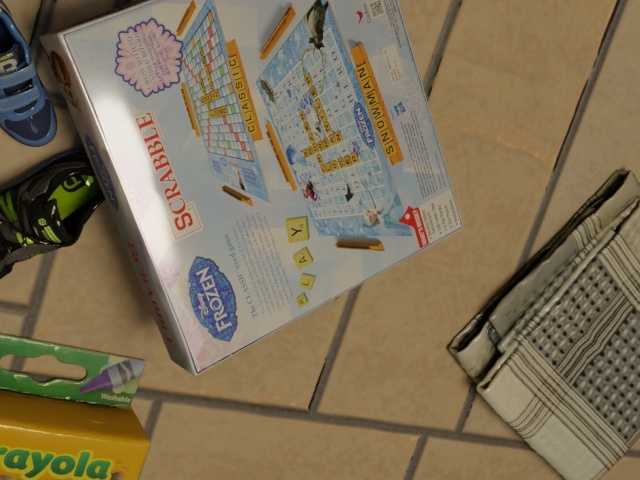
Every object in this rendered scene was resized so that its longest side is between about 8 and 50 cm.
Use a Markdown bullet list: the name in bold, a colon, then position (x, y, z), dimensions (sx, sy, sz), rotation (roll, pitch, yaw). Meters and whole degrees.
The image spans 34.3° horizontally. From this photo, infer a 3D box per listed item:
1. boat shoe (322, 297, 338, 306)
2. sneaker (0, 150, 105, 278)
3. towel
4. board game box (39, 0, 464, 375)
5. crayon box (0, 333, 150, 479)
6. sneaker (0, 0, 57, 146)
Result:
- **boat shoe**: position (0.000, 0.000, 1.066), dimensions (0.043, 0.049, 0.137), rotation (-44, 130, -55)
- **sneaker**: position (-0.258, -0.015, 0.902), dimensions (0.188, 0.078, 0.067), rotation (-40, 121, -21)
- **towel**: position (0.344, 0.123, 1.261), dimensions (0.312, 0.056, 0.324), rotation (-45, 120, -3)
- **board game box**: position (-0.045, -0.091, 0.948), dimensions (0.318, 0.066, 0.319), rotation (-27, 110, -24)
- **crayon box**: position (-0.300, 0.259, 0.997), dimensions (0.203, 0.083, 0.323), rotation (15, 101, -29)
- **sneaker**: position (-0.266, -0.141, 0.880), dimensions (0.053, 0.059, 0.144), rotation (-29, 119, -15)
